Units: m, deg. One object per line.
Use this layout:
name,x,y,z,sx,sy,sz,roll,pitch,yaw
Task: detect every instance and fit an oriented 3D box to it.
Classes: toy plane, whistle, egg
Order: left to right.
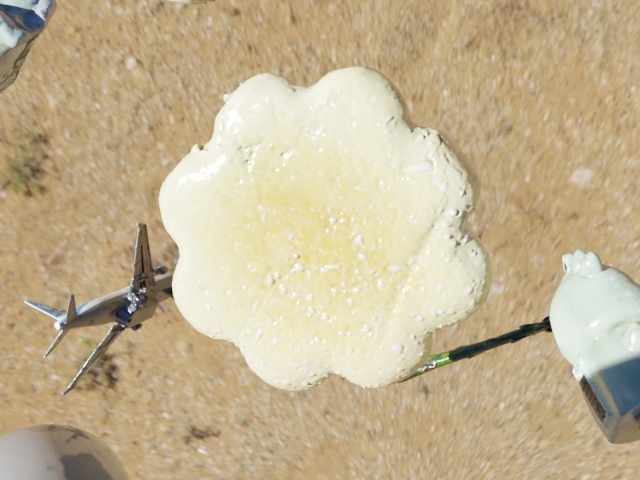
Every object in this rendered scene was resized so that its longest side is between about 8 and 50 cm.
egg,-0.235,0.245,1.031,0.176,0.232,0.176,3,115,7
toy plane,-0.208,0.066,1.343,0.058,0.226,0.226,41,118,27
whistle,0.265,0.110,1.065,0.105,0.101,0.253,-35,56,17

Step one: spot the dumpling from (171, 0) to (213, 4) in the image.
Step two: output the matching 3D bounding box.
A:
dumpling,-0.112,-0.244,1.144,0.076,0.052,0.057,-23,76,37

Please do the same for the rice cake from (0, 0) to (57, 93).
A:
rice cake,-0.128,-0.143,0.419,0.034,0.043,0.211,-6,69,-37

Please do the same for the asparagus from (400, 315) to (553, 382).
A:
asparagus,0.183,0.113,1.381,0.232,0.023,0.022,-20,72,22

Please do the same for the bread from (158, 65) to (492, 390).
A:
bread,0.000,0.000,1.139,0.316,0.054,0.316,2,108,7
